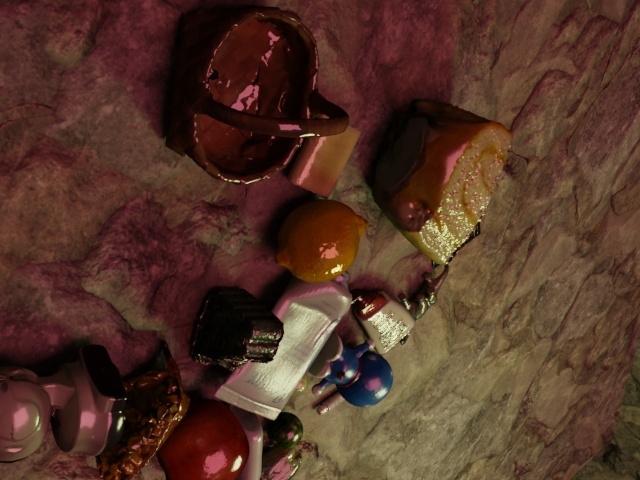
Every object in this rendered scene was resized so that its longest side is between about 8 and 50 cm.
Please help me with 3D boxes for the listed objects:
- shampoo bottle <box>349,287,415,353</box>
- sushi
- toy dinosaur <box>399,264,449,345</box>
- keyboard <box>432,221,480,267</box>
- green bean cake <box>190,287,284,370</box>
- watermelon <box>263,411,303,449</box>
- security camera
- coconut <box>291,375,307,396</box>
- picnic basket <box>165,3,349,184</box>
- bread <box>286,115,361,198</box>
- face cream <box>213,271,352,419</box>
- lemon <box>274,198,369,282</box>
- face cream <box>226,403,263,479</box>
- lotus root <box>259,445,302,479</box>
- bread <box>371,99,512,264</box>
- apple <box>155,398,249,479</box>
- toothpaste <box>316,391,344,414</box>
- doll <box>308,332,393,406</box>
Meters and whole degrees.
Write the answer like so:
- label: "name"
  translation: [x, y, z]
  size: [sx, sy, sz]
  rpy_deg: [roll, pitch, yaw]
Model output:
- label: "shampoo bottle"
  translation: [0.149, 0.205, 2.093]
  size: [0.153, 0.071, 0.284]
  rpy_deg: [-42, 136, 4]
- label: "sushi"
  translation: [-0.378, 0.373, 1.602]
  size: [0.296, 0.167, 0.179]
  rpy_deg: [-46, 151, -23]
- label: "toy dinosaur"
  translation: [0.314, 0.188, 2.264]
  size: [0.248, 0.075, 0.188]
  rpy_deg: [-44, 147, -21]
- label: "keyboard"
  translation: [0.407, 0.008, 2.258]
  size: [0.204, 0.013, 0.061]
  rpy_deg: [-34, 134, -24]
- label: "green bean cake"
  translation: [-0.189, 0.224, 1.677]
  size: [0.107, 0.208, 0.193]
  rpy_deg: [11, 105, -44]
- label: "watermelon"
  translation: [-0.097, 0.518, 2.035]
  size: [0.109, 0.109, 0.109]
  rpy_deg: [-24, 130, -32]
- label: "security camera"
  translation: [-0.531, 0.323, 1.431]
  size: [0.277, 0.197, 0.191]
  rpy_deg: [3, 122, -38]
- label: "coconut"
  translation: [-0.082, 0.364, 1.964]
  size: [0.088, 0.096, 0.087]
  rpy_deg: [8, 73, -29]
- label: "picnic basket"
  translation: [-0.098, -0.247, 1.376]
  size: [0.293, 0.337, 0.337]
  rpy_deg: [-8, 120, -41]
- label: "bread"
  translation: [0.007, -0.194, 1.704]
  size: [0.139, 0.060, 0.178]
  rpy_deg: [22, 98, -50]
- label: "face cream"
  translation: [-0.070, 0.232, 1.838]
  size: [0.420, 0.137, 0.235]
  rpy_deg: [-56, 137, -3]
- label: "lemon"
  translation: [0.000, 0.000, 1.732]
  size: [0.244, 0.187, 0.186]
  rpy_deg: [-27, 132, -24]
- label: "face cream"
  translation: [-0.199, 0.550, 1.921]
  size: [0.071, 0.144, 0.291]
  rpy_deg: [-16, 128, -30]
- label: "lotus root"
  translation: [-0.135, 0.637, 2.085]
  size: [0.192, 0.088, 0.113]
  rpy_deg: [-40, 120, -17]
- label: "bread"
  translation: [0.263, -0.146, 1.859]
  size: [0.264, 0.239, 0.395]
  rpy_deg: [8, 111, -42]
- label: "apple"
  translation: [-0.277, 0.477, 1.745]
  size: [0.201, 0.218, 0.218]
  rpy_deg: [-23, 130, -22]
- label: "toothpaste"
  translation: [0.064, 0.450, 2.201]
  size: [0.190, 0.031, 0.048]
  rpy_deg: [-29, 130, -32]
- label: "doll"
  translation: [0.080, 0.360, 2.084]
  size: [0.215, 0.161, 0.257]
  rpy_deg: [-46, 123, 8]
